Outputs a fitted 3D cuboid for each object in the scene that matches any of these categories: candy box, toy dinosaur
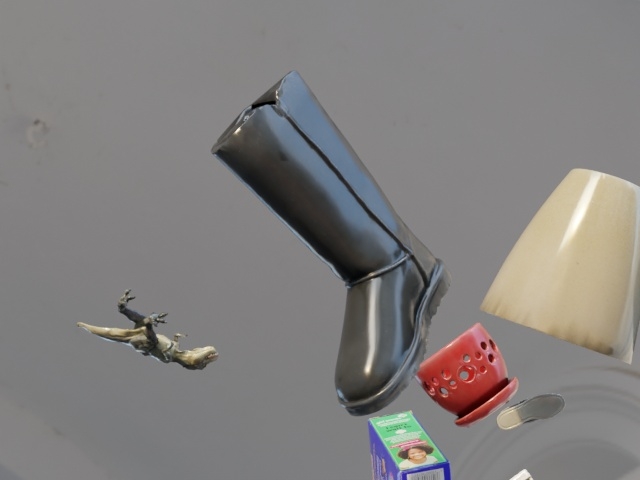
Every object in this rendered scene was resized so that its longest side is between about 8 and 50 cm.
[{"bbox_3d":[0.204,0.572,2.075,0.122,0.317,0.268,-8,-79,-10],"label":"candy box"},{"bbox_3d":[-0.310,0.156,1.591,0.268,0.064,0.118,17,-50,10],"label":"toy dinosaur"}]

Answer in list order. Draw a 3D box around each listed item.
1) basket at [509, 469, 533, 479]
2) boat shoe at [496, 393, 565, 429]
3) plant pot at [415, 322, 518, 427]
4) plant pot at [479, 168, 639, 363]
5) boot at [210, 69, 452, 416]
[{"bbox_3d":[0.427,0.574,1.940,0.113,0.103,0.167,-36,-29,-4],"label":"basket"},{"bbox_3d":[0.375,0.305,1.637,0.125,0.046,0.038,-25,-6,7],"label":"boat shoe"},{"bbox_3d":[0.324,0.302,2.011,0.191,0.191,0.174,-42,-100,39],"label":"plant pot"},{"bbox_3d":[0.428,0.030,1.507,0.257,0.274,0.256,19,-1,0],"label":"plant pot"},{"bbox_3d":[0.000,-0.001,1.417,0.146,0.367,0.445,-25,-68,34],"label":"boot"}]
